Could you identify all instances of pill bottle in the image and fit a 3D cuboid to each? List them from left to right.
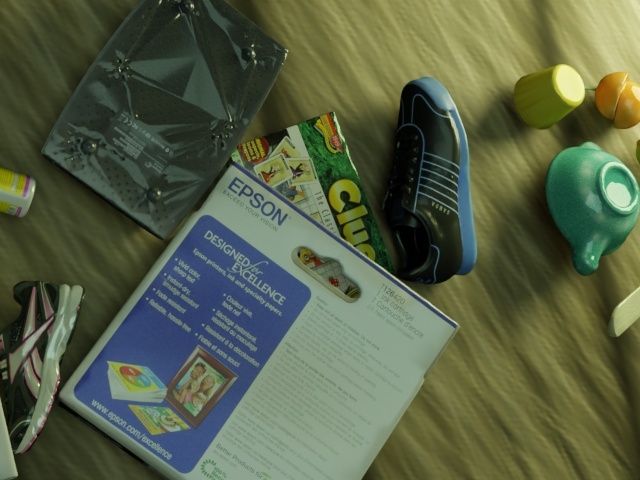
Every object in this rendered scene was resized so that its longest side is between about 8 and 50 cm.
[{"bbox_3d":[-0.328,-0.054,1.323,0.083,0.043,0.043,18,77,-20],"label":"pill bottle"}]

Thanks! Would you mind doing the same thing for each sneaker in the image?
[{"bbox_3d":[-0.292,0.122,1.313,0.077,0.072,0.178,16,69,-8],"label":"sneaker"},{"bbox_3d":[0.112,-0.066,1.486,0.090,0.081,0.232,-10,89,-35],"label":"sneaker"}]

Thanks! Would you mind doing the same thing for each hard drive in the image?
[{"bbox_3d":[-0.163,-0.144,1.398,0.172,0.054,0.255,36,71,-15],"label":"hard drive"}]

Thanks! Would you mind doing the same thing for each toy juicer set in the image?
[{"bbox_3d":[0.352,-0.051,1.594,0.209,0.089,0.329,-7,78,-36],"label":"toy juicer set"}]

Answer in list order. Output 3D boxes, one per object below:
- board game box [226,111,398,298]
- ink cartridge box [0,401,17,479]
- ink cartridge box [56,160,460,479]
[{"bbox_3d":[0.000,0.000,1.464,0.136,0.030,0.260,-23,93,-26],"label":"board game box"},{"bbox_3d":[-0.409,0.103,1.186,0.197,0.198,0.270,-12,89,-24],"label":"ink cartridge box"},{"bbox_3d":[-0.061,0.129,1.382,0.303,0.072,0.307,37,70,-4],"label":"ink cartridge box"}]
